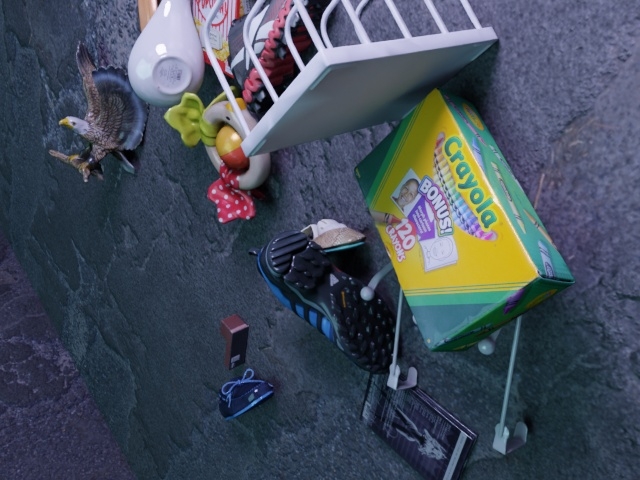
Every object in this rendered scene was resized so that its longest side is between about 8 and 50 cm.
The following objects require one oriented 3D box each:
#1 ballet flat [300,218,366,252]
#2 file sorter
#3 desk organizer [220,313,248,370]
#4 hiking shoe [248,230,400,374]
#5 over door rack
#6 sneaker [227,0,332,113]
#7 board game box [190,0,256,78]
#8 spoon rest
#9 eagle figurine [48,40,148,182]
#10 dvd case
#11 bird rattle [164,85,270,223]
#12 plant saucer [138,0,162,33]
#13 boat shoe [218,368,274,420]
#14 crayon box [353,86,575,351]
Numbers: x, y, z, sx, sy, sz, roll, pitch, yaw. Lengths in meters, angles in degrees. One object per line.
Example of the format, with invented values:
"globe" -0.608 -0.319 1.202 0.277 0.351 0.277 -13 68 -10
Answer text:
"ballet flat" 0.000 0.000 1.087 0.206 0.073 0.067 -22 77 49
"file sorter" 0.026 -0.243 0.753 0.193 0.277 0.173 -36 78 52
"desk organizer" -0.208 0.241 1.481 0.050 0.047 0.130 40 136 33
"hiking shoe" 0.015 0.104 1.062 0.304 0.113 0.132 49 157 -11
"over door rack" 0.175 0.134 0.899 0.239 0.108 0.324 22 125 48
"sneaker" -0.077 -0.329 0.978 0.135 0.097 0.276 55 143 11
"board game box" -0.174 -0.405 1.101 0.146 0.045 0.193 35 133 34
"spoon rest" -0.253 -0.364 1.096 0.084 0.137 0.276 58 134 49
"eagle figurine" -0.535 -0.296 1.520 0.226 0.225 0.298 24 101 -8
"dvd case" 0.163 0.327 1.099 0.221 0.018 0.165 36 132 35
"bird rattle" -0.167 -0.157 1.137 0.207 0.143 0.254 -8 103 56
"plant saucer" -0.319 -0.416 1.195 0.200 0.037 0.200 174 90 -81
"boat shoe" -0.199 0.369 1.491 0.258 0.109 0.089 -38 75 50
"crayon box" 0.161 -0.026 0.763 0.165 0.081 0.278 -43 53 35
